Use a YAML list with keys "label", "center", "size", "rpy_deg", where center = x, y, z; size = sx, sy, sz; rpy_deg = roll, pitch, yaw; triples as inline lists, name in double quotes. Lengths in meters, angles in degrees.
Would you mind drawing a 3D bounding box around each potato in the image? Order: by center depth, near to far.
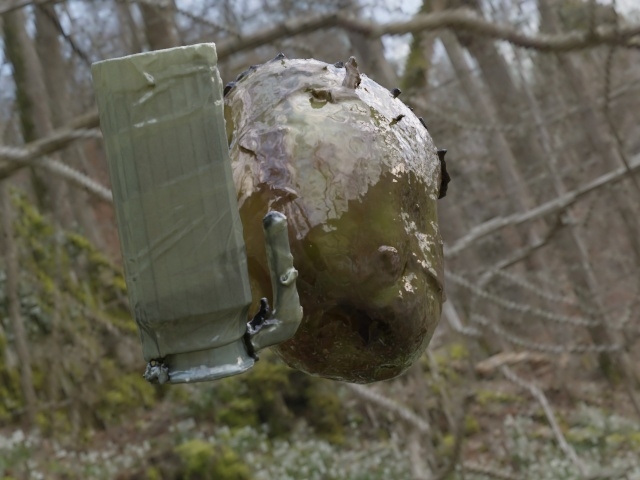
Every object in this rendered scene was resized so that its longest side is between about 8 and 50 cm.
- label: "potato"
  center: [0.000, 0.000, 1.301]
  size: [0.301, 0.288, 0.237]
  rpy_deg: [-54, 15, 20]

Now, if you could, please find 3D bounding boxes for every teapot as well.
- label: "teapot"
  center: [-0.072, -0.017, 0.820]
  size: [0.107, 0.200, 0.077]
  rpy_deg: [-10, 5, -20]
